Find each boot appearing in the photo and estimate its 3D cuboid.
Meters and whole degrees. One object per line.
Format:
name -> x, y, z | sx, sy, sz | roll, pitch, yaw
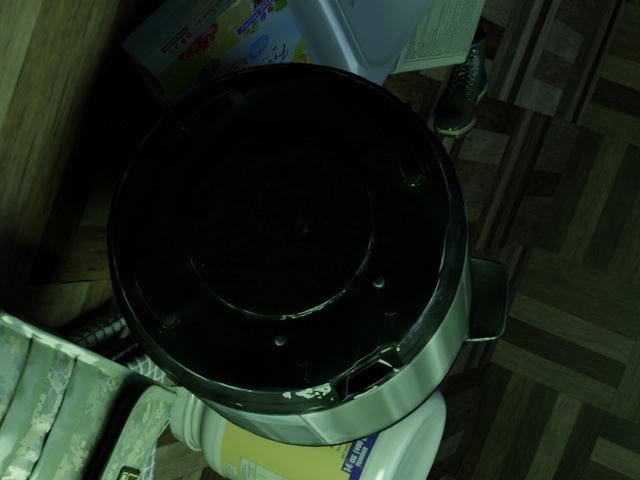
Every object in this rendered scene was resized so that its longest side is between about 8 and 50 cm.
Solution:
boot -> 0.247, -0.280, 2.496 | 0.198, 0.077, 0.137 | -65, 161, -49

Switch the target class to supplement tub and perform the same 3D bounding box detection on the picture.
supplement tub -> -0.017, 0.254, 1.982 | 0.241, 0.331, 0.241 | -53, 157, -36

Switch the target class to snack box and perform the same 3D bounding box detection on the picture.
snack box -> -0.109, -0.206, 1.567 | 0.174, 0.070, 0.207 | -45, 157, -7

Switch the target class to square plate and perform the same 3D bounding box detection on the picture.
square plate -> 0.063, -0.372, 1.739 | 0.344, 0.049, 0.347 | -59, 139, -30

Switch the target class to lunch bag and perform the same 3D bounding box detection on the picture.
lunch bag -> -0.278, 0.205, 1.364 | 0.287, 0.169, 0.235 | 32, 80, -43

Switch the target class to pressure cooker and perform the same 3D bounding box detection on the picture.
pressure cooker -> -0.021, 0.037, 1.548 | 0.375, 0.370, 0.420 | -41, 163, -5

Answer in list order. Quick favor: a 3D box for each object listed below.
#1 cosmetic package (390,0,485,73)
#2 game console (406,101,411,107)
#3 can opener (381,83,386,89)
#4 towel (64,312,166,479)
cosmetic package -> 0.137, -0.339, 2.067 | 0.309, 0.113, 0.160 | -18, 128, -64
game console -> 0.143, -0.150, 2.356 | 0.122, 0.107, 0.071 | -46, 180, -45
can opener -> 0.063, -0.258, 1.901 | 0.076, 0.095, 0.283 | -19, 115, -64
towel -> -0.277, 0.247, 1.616 | 0.235, 0.121, 0.283 | -30, 138, -61
